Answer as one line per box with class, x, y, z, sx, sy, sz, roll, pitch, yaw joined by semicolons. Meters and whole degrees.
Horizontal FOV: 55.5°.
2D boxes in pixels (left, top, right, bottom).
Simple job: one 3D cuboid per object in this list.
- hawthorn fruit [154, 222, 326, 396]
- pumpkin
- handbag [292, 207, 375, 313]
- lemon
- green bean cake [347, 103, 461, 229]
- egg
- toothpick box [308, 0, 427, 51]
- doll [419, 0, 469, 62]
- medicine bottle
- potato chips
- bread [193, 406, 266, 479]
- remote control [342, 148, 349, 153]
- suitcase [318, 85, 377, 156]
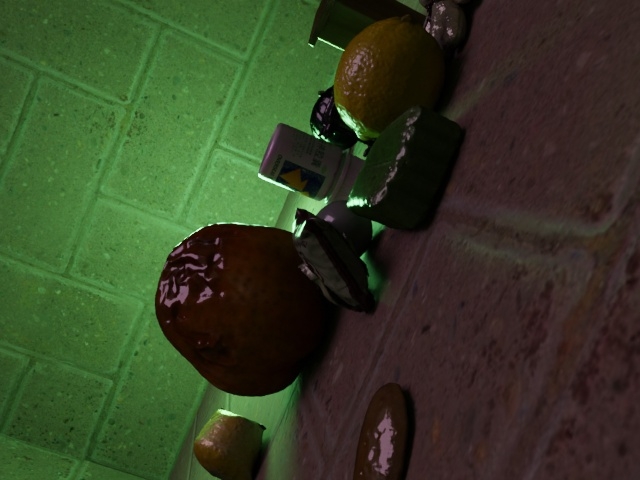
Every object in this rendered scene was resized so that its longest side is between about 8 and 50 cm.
hawthorn fruit;-0.206;0.168;1.574;0.472;0.472;0.471;-158;90;-79
pumpkin;0.071;-0.427;2.026;0.250;0.216;0.250;-40;-12;-10
handbag;0.016;0.042;1.289;0.127;0.235;0.213;-30;11;-7
lemon;0.154;-0.358;1.369;0.267;0.267;0.267;-158;90;-79
green bean cake;0.160;-0.135;1.211;0.222;0.125;0.248;-67;13;-5
egg;0.048;-0.016;1.447;0.198;0.146;0.146;110;177;-65
toothpick box;0.145;-0.619;1.755;0.187;0.308;0.190;123;164;-46
doll;0.287;-0.550;1.423;0.175;0.149;0.278;-15;59;35
medicine bottle;-0.025;-0.219;1.830;0.178;0.291;0.178;-157;90;-80
potato chips;0.081;0.307;0.897;0.150;0.049;0.201;125;159;-68
bread;-0.249;0.572;1.681;0.170;0.197;0.197;-59;5;-29
remote control;0.075;-0.305;2.210;0.103;0.034;0.250;124;164;-48
suitcase;0.131;-0.398;1.662;0.128;0.202;0.312;-148;79;-79
